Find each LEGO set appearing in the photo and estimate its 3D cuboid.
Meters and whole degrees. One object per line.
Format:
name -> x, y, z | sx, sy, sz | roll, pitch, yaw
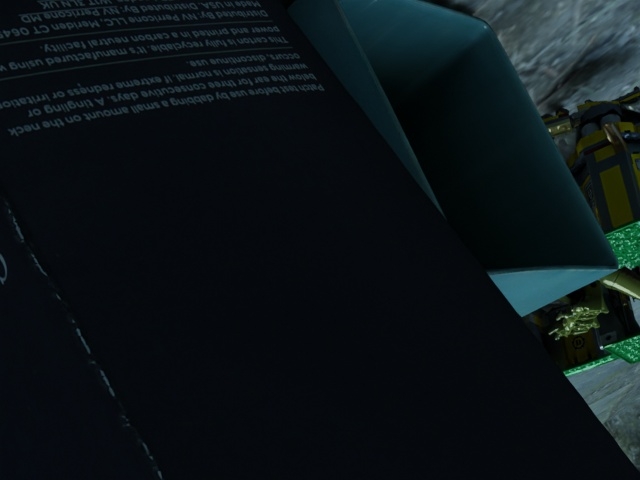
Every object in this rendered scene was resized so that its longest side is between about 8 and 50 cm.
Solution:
LEGO set -> 0.131, -0.018, 0.798 | 0.254, 0.192, 0.331 | 20, 141, -40

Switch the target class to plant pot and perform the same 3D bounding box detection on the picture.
plant pot -> 0.000, 0.000, 0.638 | 0.234, 0.166, 0.165 | -35, 160, 31

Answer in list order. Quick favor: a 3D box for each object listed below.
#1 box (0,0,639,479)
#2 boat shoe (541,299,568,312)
box -> -0.088, 0.106, 0.503 | 0.178, 0.313, 0.343 | -12, 148, -40
boat shoe -> 0.129, 0.078, 1.038 | 0.324, 0.123, 0.116 | -12, 159, -26
